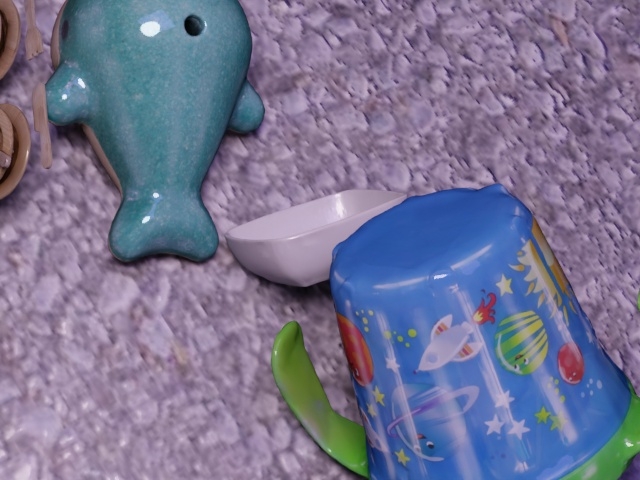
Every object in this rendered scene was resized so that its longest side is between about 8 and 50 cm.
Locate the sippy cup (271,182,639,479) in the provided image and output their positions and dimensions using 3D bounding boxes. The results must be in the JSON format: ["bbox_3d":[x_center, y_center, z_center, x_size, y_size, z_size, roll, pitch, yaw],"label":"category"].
[{"bbox_3d":[0.118,0.085,1.321,0.305,0.240,0.224,-23,113,-3],"label":"sippy cup"}]

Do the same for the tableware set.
[{"bbox_3d":[-0.293,-0.128,1.425,0.039,0.128,0.194,15,59,-48],"label":"tableware set"}]

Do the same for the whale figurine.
[{"bbox_3d":[-0.136,-0.120,1.441,0.216,0.141,0.272,2,77,-30],"label":"whale figurine"}]

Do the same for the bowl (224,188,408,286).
[{"bbox_3d":[0.000,0.000,1.438,0.142,0.142,0.053,-18,100,-23],"label":"bowl"}]
